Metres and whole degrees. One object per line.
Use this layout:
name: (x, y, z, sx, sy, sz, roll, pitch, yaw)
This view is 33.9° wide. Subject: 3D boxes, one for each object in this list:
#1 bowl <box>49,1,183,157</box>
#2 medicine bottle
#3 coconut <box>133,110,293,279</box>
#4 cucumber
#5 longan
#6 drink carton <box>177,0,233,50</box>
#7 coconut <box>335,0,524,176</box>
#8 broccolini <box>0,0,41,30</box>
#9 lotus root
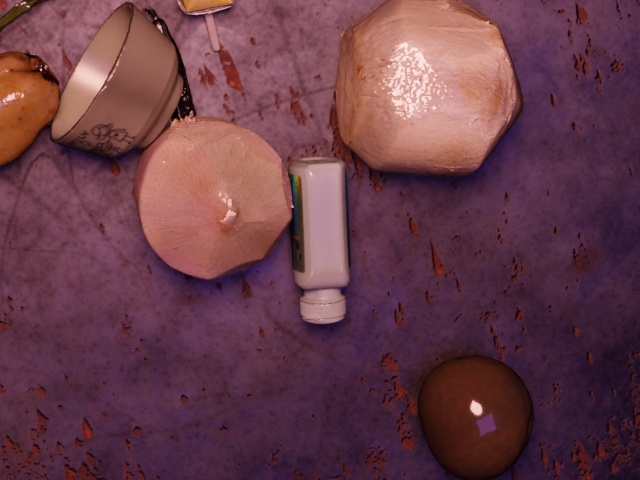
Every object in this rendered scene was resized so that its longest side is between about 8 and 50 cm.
bowl: (-0.256, -0.194, 1.375, 0.112, 0.211, 0.211, 31, 93, -26)
medicine bottle: (0.000, 0.000, 1.479, 0.083, 0.121, 0.228, -5, 100, -10)
coconut: (-0.140, -0.058, 1.390, 0.224, 0.234, 0.224, -1, 95, -13)
cucumber: (-0.210, -0.243, 1.452, 0.039, 0.043, 0.163, -9, 100, 35)
longan: (0.230, 0.261, 1.544, 0.189, 0.189, 0.189, -1, 99, -9)
drink carton: (-0.161, -0.358, 1.423, 0.084, 0.074, 0.200, -13, 99, -7)
coconut: (0.155, -0.207, 1.421, 0.247, 0.245, 0.244, 0, 99, -11)
broccolini: (-0.397, -0.315, 1.406, 0.218, 0.042, 0.044, -27, 101, -3)
lotus root: (-0.440, -0.161, 1.384, 0.221, 0.125, 0.118, -39, 144, 3)
